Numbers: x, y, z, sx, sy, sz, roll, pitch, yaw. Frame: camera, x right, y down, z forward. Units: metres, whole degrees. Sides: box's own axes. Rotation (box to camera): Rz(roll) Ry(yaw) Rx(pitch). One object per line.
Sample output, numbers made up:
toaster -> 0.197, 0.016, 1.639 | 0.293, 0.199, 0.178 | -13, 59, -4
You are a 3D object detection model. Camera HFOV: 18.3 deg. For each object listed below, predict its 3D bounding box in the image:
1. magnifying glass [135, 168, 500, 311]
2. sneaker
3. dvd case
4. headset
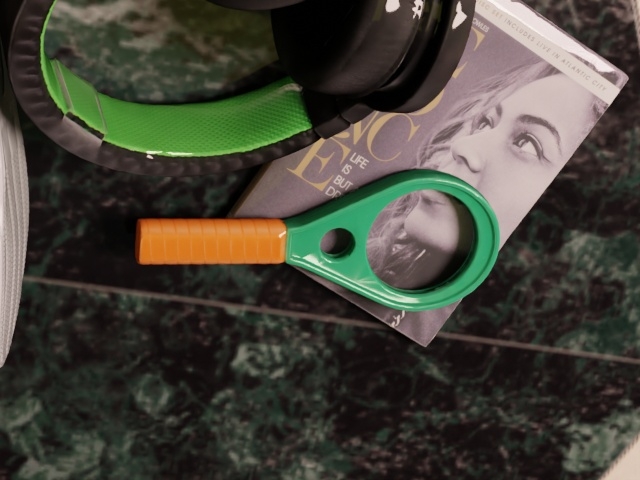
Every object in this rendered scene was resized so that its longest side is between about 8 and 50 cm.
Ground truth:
magnifying glass -> 0.000, 0.000, 1.244 | 0.231, 0.026, 0.092 | -1, 113, -14
sneaker -> -0.225, -0.049, 1.163 | 0.091, 0.094, 0.258 | -1, 105, 3
dvd case -> 0.068, -0.058, 1.257 | 0.164, 0.018, 0.221 | 32, 101, -22
headset -> -0.003, -0.188, 1.107 | 0.394, 0.185, 0.243 | -30, 143, 20
